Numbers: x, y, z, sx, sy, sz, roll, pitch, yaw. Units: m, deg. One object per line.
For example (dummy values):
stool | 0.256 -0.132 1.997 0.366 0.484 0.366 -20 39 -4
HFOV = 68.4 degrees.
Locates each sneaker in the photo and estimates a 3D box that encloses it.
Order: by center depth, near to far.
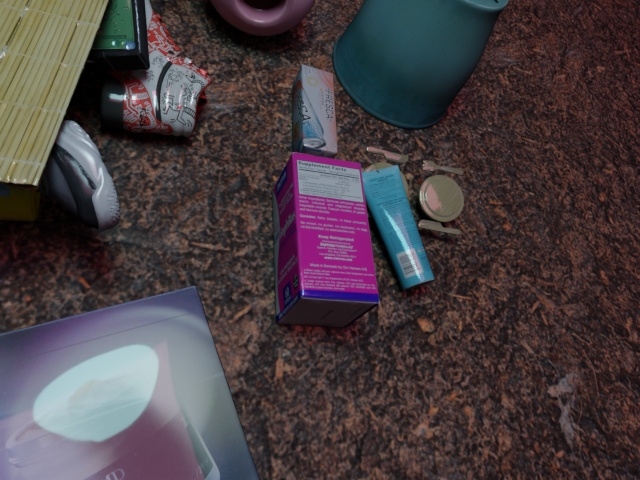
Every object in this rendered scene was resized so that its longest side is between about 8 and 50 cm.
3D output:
sneaker | -0.343 -0.089 0.495 0.268 0.101 0.153 47 55 8
sneaker | -0.245 -0.278 0.726 0.145 0.090 0.270 7 65 -22

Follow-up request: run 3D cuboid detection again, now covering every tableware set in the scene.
tableware set | 0.157 -0.079 0.825 0.194 0.039 0.128 11 75 -12

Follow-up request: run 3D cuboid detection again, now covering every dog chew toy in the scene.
dog chew toy | -0.106 -0.531 0.861 0.207 0.206 0.331 10 52 -19

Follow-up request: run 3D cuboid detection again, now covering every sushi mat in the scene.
sushi mat | -0.325 -0.194 0.483 0.152 0.019 0.316 12 61 -17

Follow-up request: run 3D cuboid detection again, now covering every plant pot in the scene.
plant pot | 0.194 -0.395 0.880 0.272 0.255 0.271 10 61 -19

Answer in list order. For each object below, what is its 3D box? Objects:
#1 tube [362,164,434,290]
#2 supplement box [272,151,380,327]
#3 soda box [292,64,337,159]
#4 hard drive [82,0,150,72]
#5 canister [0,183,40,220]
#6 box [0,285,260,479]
tube | 0.123 -0.024 0.760 0.080 0.052 0.207 -13 76 -19
supplement box | 0.000 0.000 0.670 0.114 0.111 0.220 7 61 -20
soda box | -0.012 -0.212 0.810 0.063 0.058 0.183 8 60 -20
hard drive | -0.403 -0.334 0.598 0.339 0.064 0.236 -6 90 -6
canister | -0.427 -0.085 0.551 0.170 0.073 0.126 2 64 -25
box | -0.220 0.231 0.411 0.296 0.182 0.294 -14 69 -29
